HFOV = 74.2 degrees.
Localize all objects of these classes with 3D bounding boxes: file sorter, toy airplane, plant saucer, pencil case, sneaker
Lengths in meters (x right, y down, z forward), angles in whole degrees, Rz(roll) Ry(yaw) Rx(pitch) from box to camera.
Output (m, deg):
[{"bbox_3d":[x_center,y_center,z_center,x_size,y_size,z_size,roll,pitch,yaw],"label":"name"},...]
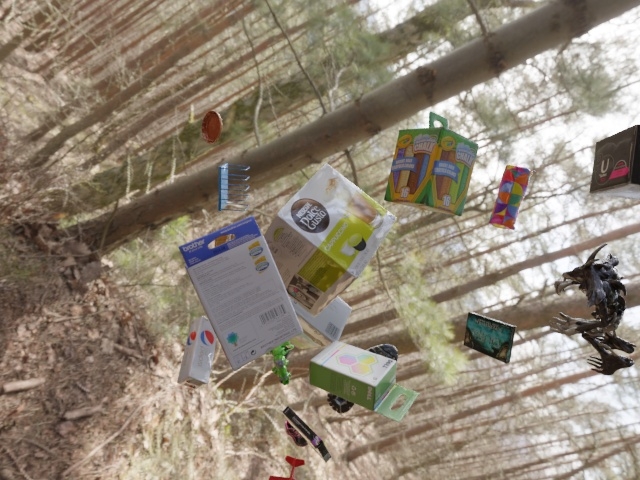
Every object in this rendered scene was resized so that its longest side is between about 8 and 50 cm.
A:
[{"bbox_3d":[-0.335,-0.207,1.652,0.118,0.105,0.170,-92,-174,-73],"label":"file sorter"},{"bbox_3d":[-0.093,0.779,1.393,0.028,0.151,0.151,80,-1,-63],"label":"toy airplane"},{"bbox_3d":[-0.278,-0.292,1.093,0.013,0.083,0.083,-5,74,-48],"label":"plant saucer"},{"bbox_3d":[0.682,-0.155,1.517,0.104,0.105,0.236,14,95,-70],"label":"pencil case"},{"bbox_3d":[0.161,0.492,1.569,0.130,0.330,0.147,47,19,12],"label":"sneaker"},{"bbox_3d":[-0.085,0.663,1.462,0.047,0.119,0.057,-32,124,-34],"label":"sneaker"}]

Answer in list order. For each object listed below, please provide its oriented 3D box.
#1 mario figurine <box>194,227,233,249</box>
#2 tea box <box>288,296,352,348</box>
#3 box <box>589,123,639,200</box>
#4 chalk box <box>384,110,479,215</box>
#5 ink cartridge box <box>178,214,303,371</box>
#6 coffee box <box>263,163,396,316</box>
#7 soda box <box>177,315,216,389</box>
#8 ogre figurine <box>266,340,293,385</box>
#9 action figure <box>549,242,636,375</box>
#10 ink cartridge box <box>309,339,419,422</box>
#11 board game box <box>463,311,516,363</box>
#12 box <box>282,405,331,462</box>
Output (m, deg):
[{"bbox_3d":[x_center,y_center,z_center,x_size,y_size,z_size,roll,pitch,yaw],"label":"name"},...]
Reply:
[{"bbox_3d":[-0.278,0.077,1.350,0.170,0.198,0.320,-67,150,-28],"label":"mario figurine"},{"bbox_3d":[-0.090,0.353,2.101,0.329,0.324,0.220,41,54,-18],"label":"tea box"},{"bbox_3d":[0.831,-0.171,1.012,0.165,0.271,0.143,33,66,-85],"label":"box"},{"bbox_3d":[0.340,-0.237,1.277,0.180,0.179,0.288,9,95,-35],"label":"chalk box"},{"bbox_3d":[-0.181,0.117,0.974,0.065,0.186,0.311,13,-54,65],"label":"ink cartridge box"},{"bbox_3d":[0.000,0.000,1.537,0.334,0.338,0.337,39,51,0],"label":"coffee box"},{"bbox_3d":[-0.389,0.356,1.356,0.074,0.069,0.216,36,35,-33],"label":"soda box"},{"bbox_3d":[-0.136,0.370,1.426,0.118,0.097,0.197,82,17,-53],"label":"ogre figurine"},{"bbox_3d":[0.535,0.135,0.846,0.164,0.141,0.275,-45,116,-38],"label":"action figure"},{"bbox_3d":[0.092,0.287,0.889,0.109,0.209,0.062,-22,120,-54],"label":"ink cartridge box"},{"bbox_3d":[0.577,0.330,1.456,0.186,0.026,0.126,12,-85,63],"label":"board game box"},{"bbox_3d":[-0.041,0.577,1.263,0.162,0.029,0.116,31,-29,40],"label":"box"}]
